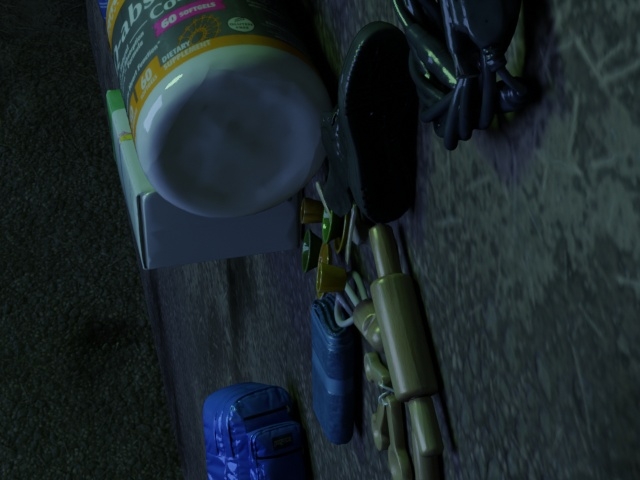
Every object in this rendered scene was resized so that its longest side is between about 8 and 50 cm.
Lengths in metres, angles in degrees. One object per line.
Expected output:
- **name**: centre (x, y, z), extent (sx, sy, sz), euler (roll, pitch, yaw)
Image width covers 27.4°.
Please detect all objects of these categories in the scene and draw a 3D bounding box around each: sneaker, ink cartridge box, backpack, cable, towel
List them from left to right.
- **ink cartridge box**: centre (-0.116, -0.072, 1.279), extent (0.212, 0.154, 0.093), euler (-118, 22, -55)
- **backpack**: centre (-0.065, 0.211, 1.398), extent (0.101, 0.098, 0.120), euler (-4, 95, 49)
- **towel**: centre (0.013, 0.111, 1.117), extent (0.067, 0.029, 0.119), euler (-117, 23, -56)
- **sneaker**: centre (0.026, -0.078, 0.870), extent (0.089, 0.051, 0.170), euler (-123, 23, -52)
- **cable**: centre (0.066, -0.143, 0.682), extent (0.150, 0.047, 0.184), euler (124, 134, -79)

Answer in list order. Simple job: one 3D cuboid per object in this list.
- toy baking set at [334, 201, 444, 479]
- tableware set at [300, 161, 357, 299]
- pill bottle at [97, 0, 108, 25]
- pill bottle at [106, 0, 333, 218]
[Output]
- **toy baking set**: centre (0.040, 0.074, 0.963), extent (0.197, 0.030, 0.256), euler (122, 138, -72)
- **tableware set**: centre (0.000, 0.000, 1.025), extent (0.154, 0.024, 0.104), euler (-114, 30, -71)
- **pill bottle**: centre (-0.155, -0.203, 1.404), extent (0.123, 0.123, 0.219), euler (-132, 22, -68)
- **pill bottle**: centre (-0.096, -0.161, 1.115), extent (0.278, 0.162, 0.162), euler (-112, 18, -46)
